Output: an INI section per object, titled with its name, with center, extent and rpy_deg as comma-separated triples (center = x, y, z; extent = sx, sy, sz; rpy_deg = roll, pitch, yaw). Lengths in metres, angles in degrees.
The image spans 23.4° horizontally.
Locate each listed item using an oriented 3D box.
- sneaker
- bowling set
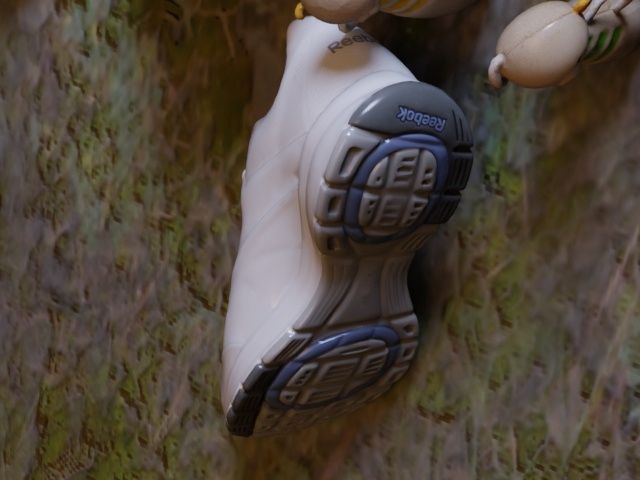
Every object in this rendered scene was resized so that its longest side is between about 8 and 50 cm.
[sneaker]
center = 0.000, 0.000, 0.910
extent = 0.129, 0.111, 0.297
rpy_deg = 60, 142, 39
[bowling set]
center = 0.152, -0.141, 0.744
extent = 0.287, 0.154, 0.200
rpy_deg = -43, 77, 32
